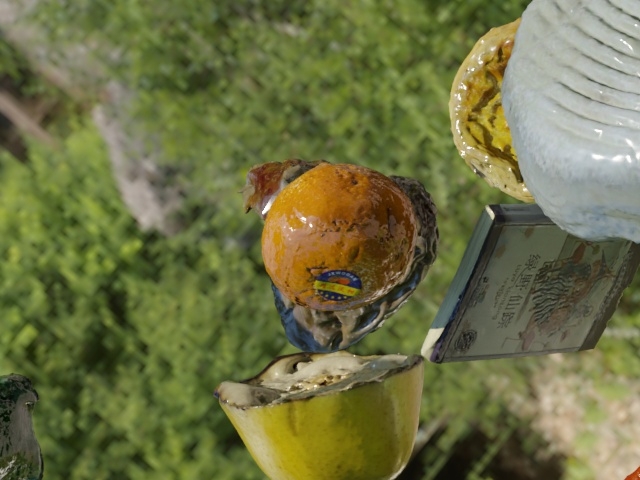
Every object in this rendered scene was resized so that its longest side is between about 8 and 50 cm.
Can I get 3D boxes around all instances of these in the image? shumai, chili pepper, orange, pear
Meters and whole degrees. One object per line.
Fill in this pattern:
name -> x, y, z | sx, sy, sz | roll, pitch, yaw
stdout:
shumai -> 0.000, 0.000, 1.767 | 0.175, 0.206, 0.166 | 30, -154, -33
chili pepper -> -0.444, 0.235, 2.137 | 0.099, 0.136, 0.270 | 4, -177, 32
orange -> 0.017, -0.006, 1.540 | 0.135, 0.118, 0.136 | 5, 139, 5
pear -> 0.007, 0.232, 2.151 | 0.267, 0.266, 0.178 | -173, 74, -76

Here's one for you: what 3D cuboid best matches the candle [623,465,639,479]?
candle -> 0.271, 0.205, 1.519 | 0.048, 0.162, 0.053 | 43, 178, 0

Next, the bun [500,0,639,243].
bun -> 0.325, -0.133, 1.507 | 0.354, 0.354, 0.194 | 31, 166, 46

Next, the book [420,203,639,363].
book -> 0.204, 0.038, 1.633 | 0.231, 0.157, 0.026 | -2, -146, -42

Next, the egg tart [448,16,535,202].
egg tart -> 0.277, -0.164, 2.282 | 0.241, 0.241, 0.106 | 37, -169, 19
